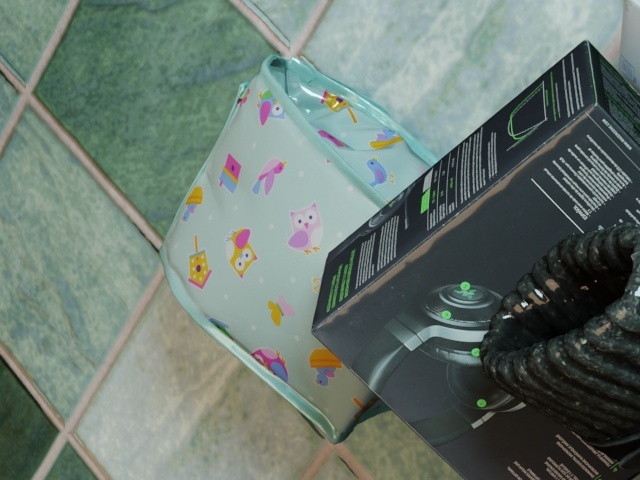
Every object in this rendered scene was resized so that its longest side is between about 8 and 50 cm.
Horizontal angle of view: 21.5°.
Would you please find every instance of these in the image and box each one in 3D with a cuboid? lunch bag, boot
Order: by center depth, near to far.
[{"bbox_3d":[0.291,0.066,1.032,0.260,0.131,0.348,42,127,-14],"label":"boot"},{"bbox_3d":[0.000,0.000,1.422,0.262,0.160,0.223,42,120,20],"label":"lunch bag"}]

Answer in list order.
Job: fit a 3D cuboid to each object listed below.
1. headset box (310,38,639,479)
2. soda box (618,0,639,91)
[{"bbox_3d":[0.166,0.048,1.213,0.246,0.131,0.283,43,112,-14],"label":"headset box"},{"bbox_3d":[0.289,-0.106,1.166,0.216,0.074,0.069,-122,24,-51],"label":"soda box"}]
